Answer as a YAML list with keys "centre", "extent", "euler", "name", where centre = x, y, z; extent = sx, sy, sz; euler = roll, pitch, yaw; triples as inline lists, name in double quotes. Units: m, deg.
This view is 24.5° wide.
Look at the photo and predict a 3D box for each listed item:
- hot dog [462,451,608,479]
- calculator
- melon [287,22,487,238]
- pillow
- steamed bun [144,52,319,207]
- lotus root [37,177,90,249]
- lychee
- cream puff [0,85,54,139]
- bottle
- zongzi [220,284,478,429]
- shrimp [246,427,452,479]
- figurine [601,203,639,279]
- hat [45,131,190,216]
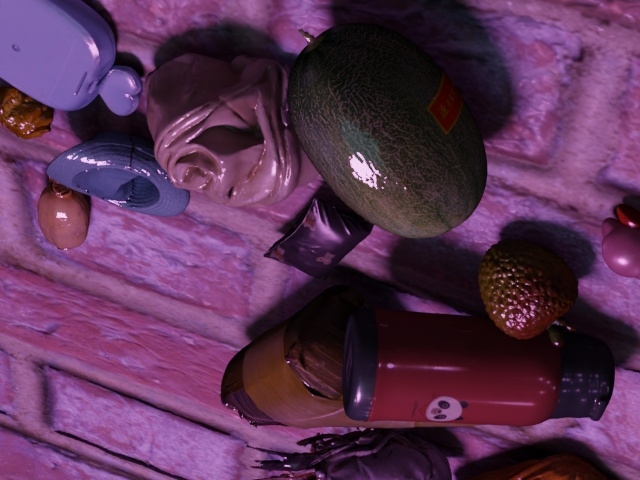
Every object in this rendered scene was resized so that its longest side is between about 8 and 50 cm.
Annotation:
- centre: [0.284, 0.393, 2.124]
  extent: [0.196, 0.122, 0.272]
  euler: [34, 140, -30]
  name: "hot dog"
- centre: [-0.354, -0.251, 1.819]
  extent: [0.302, 0.042, 0.188]
  euler: [33, 140, -4]
  name: "calculator"
- centre: [0.069, -0.126, 1.615]
  extent: [0.182, 0.182, 0.288]
  euler: [-16, 126, 40]
  name: "melon"
- centre: [0.000, 0.000, 1.899]
  extent: [0.090, 0.048, 0.150]
  euler: [36, 138, -8]
  name: "pillow"
- centre: [-0.110, -0.116, 1.753]
  extent: [0.211, 0.144, 0.218]
  euler: [-9, 130, 35]
  name: "steamed bun"
- centre: [-0.356, -0.036, 2.044]
  extent: [0.073, 0.062, 0.150]
  euler: [18, 142, 10]
  name: "lotus root"
- centre: [0.253, 0.063, 1.778]
  extent: [0.146, 0.114, 0.114]
  euler: [48, 141, 8]
  name: "lychee"
- centre: [-0.392, -0.165, 1.923]
  extent: [0.083, 0.058, 0.083]
  euler: [-2, 135, 33]
  name: "cream puff"
- centre: [0.199, 0.166, 1.846]
  extent: [0.336, 0.144, 0.144]
  euler: [5, 141, -6]
  name: "bottle"
- centre: [0.046, 0.221, 2.050]
  extent: [0.317, 0.154, 0.289]
  euler: [33, 148, -15]
  name: "zongzi"
- centre: [0.036, 0.316, 2.090]
  extent: [0.343, 0.145, 0.116]
  euler: [6, 137, -29]
  name: "shrimp"
- centre: [0.357, 0.006, 1.695]
  extent: [0.083, 0.067, 0.071]
  euler: [38, 122, 10]
  name: "figurine"
- centre: [-0.257, -0.097, 1.917]
  extent: [0.191, 0.078, 0.138]
  euler: [20, 153, -22]
  name: "hat"
